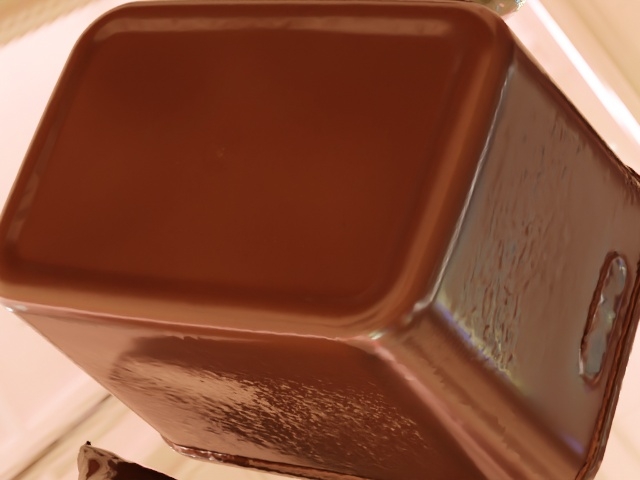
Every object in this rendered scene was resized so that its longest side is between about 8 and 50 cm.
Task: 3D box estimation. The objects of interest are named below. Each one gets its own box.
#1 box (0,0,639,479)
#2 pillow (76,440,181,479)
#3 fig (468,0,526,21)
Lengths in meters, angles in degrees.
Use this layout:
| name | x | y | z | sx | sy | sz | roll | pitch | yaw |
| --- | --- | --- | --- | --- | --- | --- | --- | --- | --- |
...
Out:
| name | x | y | z | sx | sy | sz | roll | pitch | yaw |
| --- | --- | --- | --- | --- | --- | --- | --- | --- | --- |
| box | 0.000 | 0.000 | 1.132 | 0.229 | 0.339 | 0.239 | 45 | -121 | -48 |
| pillow | -0.036 | 0.288 | 1.131 | 0.305 | 0.108 | 0.308 | 27 | -147 | -15 |
| fig | 0.091 | -0.286 | 1.413 | 0.206 | 0.275 | 0.206 | 2 | -117 | -4 |
